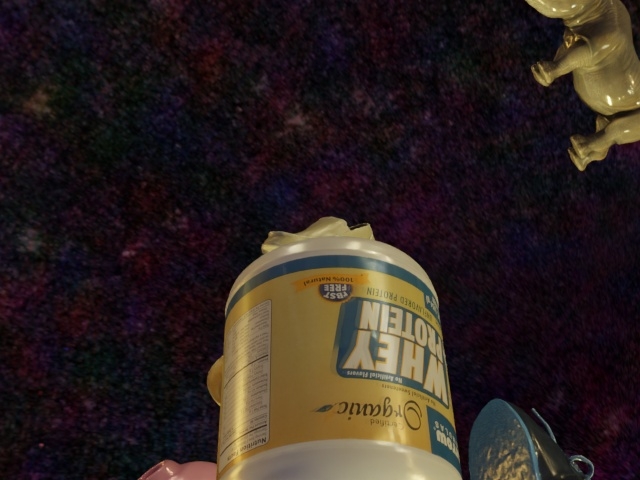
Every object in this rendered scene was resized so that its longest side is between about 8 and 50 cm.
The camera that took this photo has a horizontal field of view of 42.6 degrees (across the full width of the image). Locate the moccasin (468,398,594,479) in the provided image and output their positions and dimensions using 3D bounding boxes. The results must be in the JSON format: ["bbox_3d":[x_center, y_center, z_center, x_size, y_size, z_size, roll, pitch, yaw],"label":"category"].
[{"bbox_3d":[0.274,0.330,0.968,0.138,0.116,0.342,-61,23,25],"label":"moccasin"}]

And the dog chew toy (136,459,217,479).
[{"bbox_3d":[-0.072,0.361,0.800,0.206,0.206,0.332,-35,92,9],"label":"dog chew toy"}]

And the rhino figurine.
[{"bbox_3d":[0.273,-0.193,0.845,0.106,0.243,0.073,-27,21,8],"label":"rhino figurine"}]

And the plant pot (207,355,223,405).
[{"bbox_3d":[-0.093,0.267,1.532,0.236,0.236,0.032,16,121,26],"label":"plant pot"}]

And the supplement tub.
[{"bbox_3d":[0.010,0.113,0.502,0.144,0.144,0.200,-16,49,17],"label":"supplement tub"}]

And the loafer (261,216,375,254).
[{"bbox_3d":[0.000,0.000,1.564,0.102,0.268,0.092,-7,81,47],"label":"loafer"}]
